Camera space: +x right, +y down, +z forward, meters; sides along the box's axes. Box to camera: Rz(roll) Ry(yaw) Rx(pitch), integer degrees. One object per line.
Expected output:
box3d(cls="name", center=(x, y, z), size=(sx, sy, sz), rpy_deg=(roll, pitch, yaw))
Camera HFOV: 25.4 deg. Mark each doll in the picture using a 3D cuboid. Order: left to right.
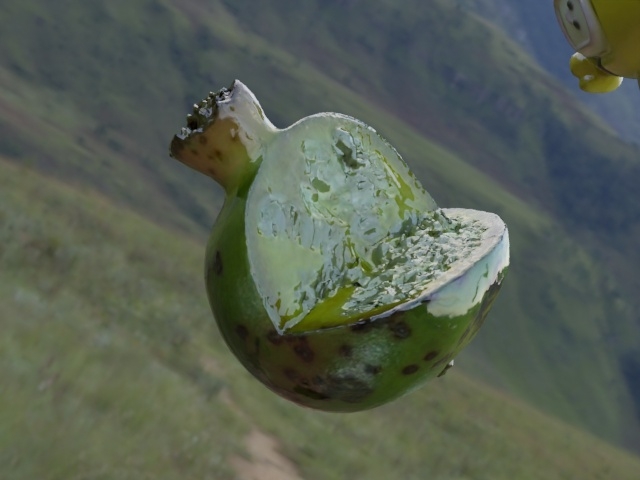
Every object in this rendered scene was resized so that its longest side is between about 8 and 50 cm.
box3d(cls="doll", center=(0.267, -0.211, 1.103), size=(0.145, 0.199, 0.363), rpy_deg=(-7, -11, -6))

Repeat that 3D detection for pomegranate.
box3d(cls="pomegranate", center=(-0.002, 0.009, 0.678), size=(0.169, 0.122, 0.143), rpy_deg=(27, 49, 4))
